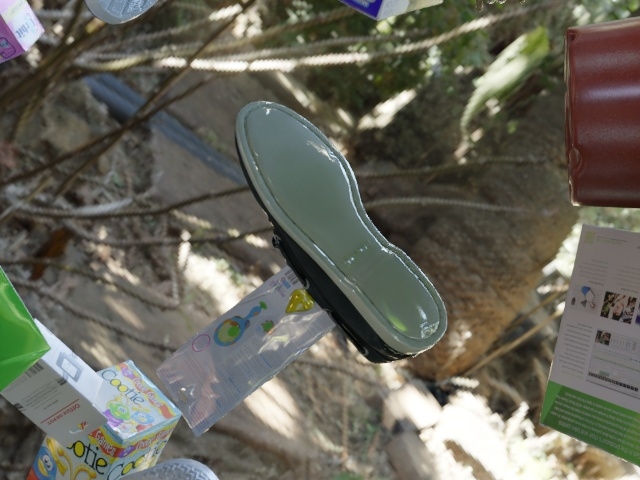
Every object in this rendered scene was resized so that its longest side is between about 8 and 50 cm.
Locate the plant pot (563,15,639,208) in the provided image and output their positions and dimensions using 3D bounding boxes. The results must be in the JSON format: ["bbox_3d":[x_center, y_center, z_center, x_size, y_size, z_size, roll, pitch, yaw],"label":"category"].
[{"bbox_3d":[0.407,-0.143,1.133,0.272,0.265,0.272,-1,90,-78],"label":"plant pot"}]

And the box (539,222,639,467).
[{"bbox_3d":[0.441,0.146,1.490,0.058,0.322,0.232,13,1,-28],"label":"box"}]

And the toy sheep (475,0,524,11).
[{"bbox_3d":[0.238,-0.365,1.413,0.091,0.132,0.091,-14,90,-89],"label":"toy sheep"}]

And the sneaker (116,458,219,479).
[{"bbox_3d":[-0.191,0.352,1.282,0.137,0.366,0.210,48,36,10],"label":"sneaker"}]

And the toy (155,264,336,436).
[{"bbox_3d":[-0.084,0.143,1.325,0.137,0.237,0.056,47,-4,45],"label":"toy"}]

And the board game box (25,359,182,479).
[{"bbox_3d":[-0.375,0.362,1.738,0.144,0.275,0.142,41,30,21],"label":"board game box"}]

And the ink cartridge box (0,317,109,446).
[{"bbox_3d":[-0.401,0.213,1.520,0.180,0.104,0.060,48,25,-22],"label":"ink cartridge box"}]

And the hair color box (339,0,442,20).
[{"bbox_3d":[0.125,-0.441,1.199,0.110,0.339,0.185,34,33,18],"label":"hair color box"}]

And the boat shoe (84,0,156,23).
[{"bbox_3d":[-0.199,-0.306,1.093,0.083,0.076,0.226,47,49,-31],"label":"boat shoe"}]

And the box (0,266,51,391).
[{"bbox_3d":[-0.436,0.032,1.095,0.231,0.127,0.262,41,-21,23],"label":"box"}]

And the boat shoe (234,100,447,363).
[{"bbox_3d":[0.003,-0.001,1.167,0.340,0.113,0.127,49,54,7],"label":"boat shoe"}]

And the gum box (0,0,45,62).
[{"bbox_3d":[-0.427,-0.242,1.172,0.107,0.188,0.062,61,25,-28],"label":"gum box"}]
